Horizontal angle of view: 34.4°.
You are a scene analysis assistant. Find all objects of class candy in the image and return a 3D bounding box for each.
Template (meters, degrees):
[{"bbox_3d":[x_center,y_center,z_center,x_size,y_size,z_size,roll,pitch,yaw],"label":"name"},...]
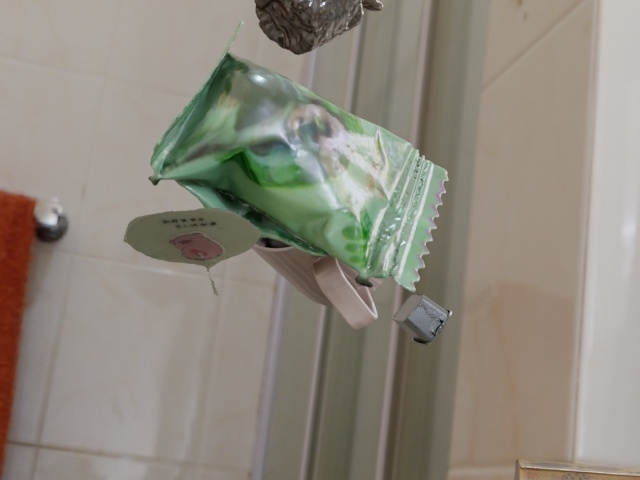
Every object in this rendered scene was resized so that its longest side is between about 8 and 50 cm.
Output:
[{"bbox_3d":[-0.011,-0.101,1.415,0.398,0.262,0.172,26,-31,-8],"label":"candy"}]

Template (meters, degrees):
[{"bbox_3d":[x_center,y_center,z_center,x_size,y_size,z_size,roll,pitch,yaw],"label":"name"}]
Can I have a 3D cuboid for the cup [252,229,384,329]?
[{"bbox_3d":[0.011,-0.015,1.684,0.288,0.208,0.273,33,-8,34],"label":"cup"}]

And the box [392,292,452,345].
[{"bbox_3d":[0.194,0.150,2.009,0.069,0.084,0.122,38,-8,-8],"label":"box"}]

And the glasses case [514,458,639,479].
[{"bbox_3d":[0.352,0.322,1.404,0.170,0.041,0.064,4,-19,6],"label":"glasses case"}]

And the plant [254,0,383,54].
[{"bbox_3d":[0.020,-0.519,2.058,0.182,0.320,0.194,28,-35,21],"label":"plant"}]

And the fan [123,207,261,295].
[{"bbox_3d":[-0.164,0.025,1.427,0.182,0.010,0.310,-4,-24,3],"label":"fan"}]
